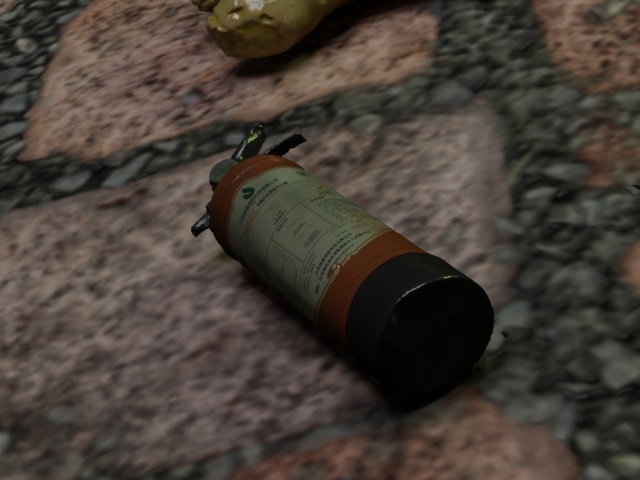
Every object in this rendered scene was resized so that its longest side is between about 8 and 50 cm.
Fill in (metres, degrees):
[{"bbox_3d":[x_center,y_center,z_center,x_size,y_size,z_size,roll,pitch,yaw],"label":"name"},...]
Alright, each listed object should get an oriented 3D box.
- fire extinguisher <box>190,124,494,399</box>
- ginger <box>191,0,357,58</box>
[{"bbox_3d":[0.000,0.000,0.628,0.062,0.050,0.177,-45,37,-6],"label":"fire extinguisher"},{"bbox_3d":[0.073,-0.175,0.844,0.299,0.065,0.118,-20,45,-1],"label":"ginger"}]
